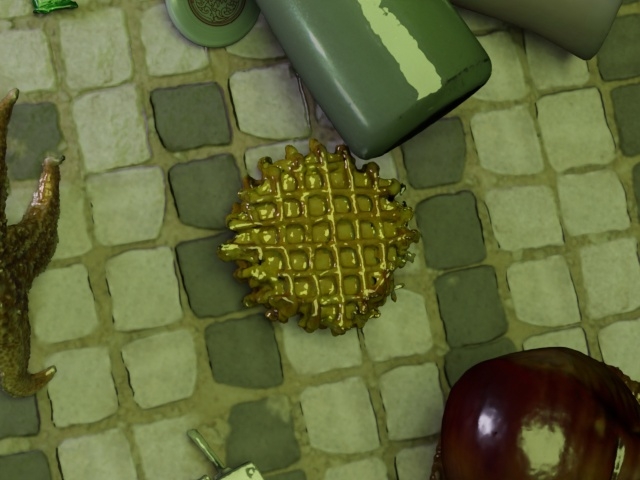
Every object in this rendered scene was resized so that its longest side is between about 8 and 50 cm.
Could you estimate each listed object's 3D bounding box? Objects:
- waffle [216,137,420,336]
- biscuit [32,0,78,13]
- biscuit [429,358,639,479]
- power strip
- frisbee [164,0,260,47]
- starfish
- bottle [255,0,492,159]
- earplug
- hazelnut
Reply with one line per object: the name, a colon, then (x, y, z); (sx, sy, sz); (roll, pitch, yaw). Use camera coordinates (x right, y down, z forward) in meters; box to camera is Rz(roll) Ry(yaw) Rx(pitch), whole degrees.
waffle: (0.000, 0.000, 1.766); (0.197, 0.070, 0.193); (29, 73, -11)
biscuit: (-0.281, -0.271, 1.765); (0.046, 0.016, 0.089); (-18, 85, -19)
biscuit: (0.255, 0.265, 1.798); (0.305, 0.038, 0.305); (3, 79, -15)
power strip: (-0.083, 0.260, 1.706); (0.075, 0.042, 0.175); (-31, 87, -18)
frisbee: (-0.109, -0.253, 1.792); (0.110, 0.014, 0.110); (-3, 97, -26)
starfish: (-0.318, 0.010, 1.603); (0.060, 0.302, 0.299); (-2, 95, 28)
bottle: (0.011, -0.257, 1.734); (0.168, 0.168, 0.347); (-35, 87, -18)
earplug: (0.163, -0.311, 1.831); (0.301, 0.172, 0.172); (15, 76, -5)
hazelnut: (0.206, 0.207, 1.654); (0.230, 0.229, 0.229); (3, 79, -15)
